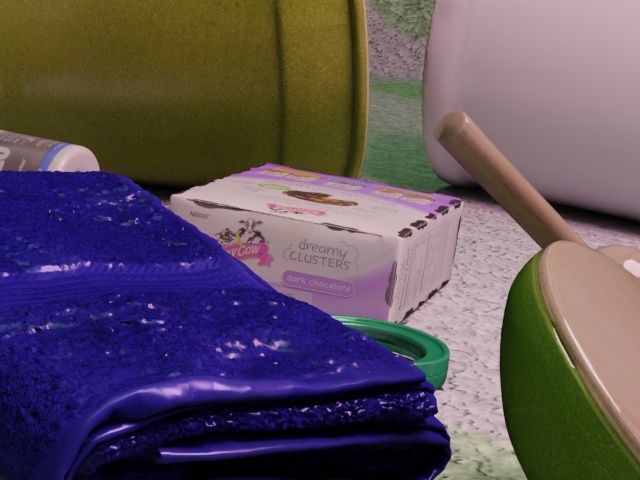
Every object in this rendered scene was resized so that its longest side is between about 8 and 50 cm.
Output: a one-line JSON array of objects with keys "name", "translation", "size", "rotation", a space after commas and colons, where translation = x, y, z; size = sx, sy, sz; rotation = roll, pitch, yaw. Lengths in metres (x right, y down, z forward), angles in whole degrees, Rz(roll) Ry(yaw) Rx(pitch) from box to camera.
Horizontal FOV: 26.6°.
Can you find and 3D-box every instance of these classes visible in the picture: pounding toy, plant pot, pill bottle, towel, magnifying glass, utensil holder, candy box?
[{"name": "pounding toy", "translation": [0.105, 0.085, 0.555], "size": [0.183, 0.110, 0.237], "rotation": [30, 27, -38]}, {"name": "plant pot", "translation": [-0.169, -0.199, 1.249], "size": [0.353, 0.366, 0.366], "rotation": [-8, 16, -11]}, {"name": "pill bottle", "translation": [-0.243, -0.045, 1.022], "size": [0.137, 0.078, 0.078], "rotation": [11, 13, 18]}, {"name": "towel", "translation": [-0.107, 0.031, 0.663], "size": [0.228, 0.076, 0.308], "rotation": [5, 16, -45]}, {"name": "magnifying glass", "translation": [-0.037, 0.059, 0.817], "size": [0.231, 0.026, 0.092], "rotation": [10, 13, 3]}, {"name": "utensil holder", "translation": [0.341, -0.174, 1.392], "size": [0.385, 0.327, 0.327], "rotation": [16, 15, 24]}, {"name": "candy box", "translation": [0.000, 0.000, 0.983], "size": [0.165, 0.070, 0.196], "rotation": [11, 13, 16]}]
